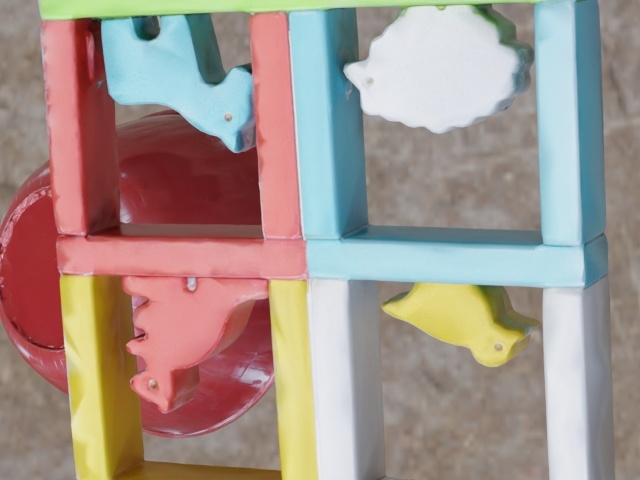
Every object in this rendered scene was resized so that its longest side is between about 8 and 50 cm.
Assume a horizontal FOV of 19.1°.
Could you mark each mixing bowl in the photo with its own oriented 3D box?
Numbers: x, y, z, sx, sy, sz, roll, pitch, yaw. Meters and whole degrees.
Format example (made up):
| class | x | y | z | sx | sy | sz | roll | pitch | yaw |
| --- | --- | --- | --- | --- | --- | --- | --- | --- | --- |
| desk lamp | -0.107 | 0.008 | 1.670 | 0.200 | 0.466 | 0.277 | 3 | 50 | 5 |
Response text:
| class | x | y | z | sx | sy | sz | roll | pitch | yaw |
| --- | --- | --- | --- | --- | --- | --- | --- | --- | --- |
| mixing bowl | -0.107 | 0.015 | 1.008 | 0.181 | 0.181 | 0.098 | -31 | 160 | 29 |

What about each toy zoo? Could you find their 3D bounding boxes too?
| class | x | y | z | sx | sy | sz | roll | pitch | yaw |
| --- | --- | --- | --- | --- | --- | --- | --- | --- | --- |
| toy zoo | 0.000 | 0.000 | 0.632 | 0.192 | 0.030 | 0.293 | 2 | 102 | 24 |
